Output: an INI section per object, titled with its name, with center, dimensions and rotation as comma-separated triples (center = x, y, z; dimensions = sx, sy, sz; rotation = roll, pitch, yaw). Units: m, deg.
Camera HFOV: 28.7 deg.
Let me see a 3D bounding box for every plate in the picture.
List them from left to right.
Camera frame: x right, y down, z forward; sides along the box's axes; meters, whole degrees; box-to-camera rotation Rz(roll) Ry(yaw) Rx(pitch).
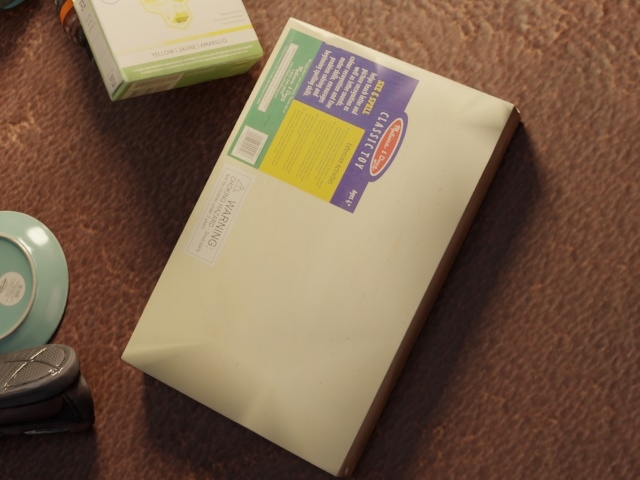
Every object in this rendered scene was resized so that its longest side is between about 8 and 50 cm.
[plate]
center = -0.372, 0.056, 1.415
dimensions = 0.188, 0.024, 0.188
rotation = -4, 76, 19

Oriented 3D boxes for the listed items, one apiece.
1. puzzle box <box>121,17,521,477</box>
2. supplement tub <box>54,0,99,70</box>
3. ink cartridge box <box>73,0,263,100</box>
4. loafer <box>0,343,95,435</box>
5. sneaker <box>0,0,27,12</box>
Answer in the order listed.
[puzzle box]
center = 0.000, 0.000, 1.283
dimensions = 0.272, 0.052, 0.409
rotation = 26, 87, 22
[supplement tub]
center = -0.250, -0.289, 1.403
dimensions = 0.106, 0.106, 0.198
rotation = -25, 71, 12
[ink cartridge box]
center = -0.183, -0.275, 1.334
dimensions = 0.171, 0.056, 0.235
rotation = -17, 80, -32
[loafer]
center = -0.386, 0.190, 1.353
dimensions = 0.302, 0.109, 0.095
rotation = -12, 119, 17
[sneaker]
center = -0.367, -0.396, 1.455
dimensions = 0.104, 0.125, 0.262
rotation = 14, 83, 22
